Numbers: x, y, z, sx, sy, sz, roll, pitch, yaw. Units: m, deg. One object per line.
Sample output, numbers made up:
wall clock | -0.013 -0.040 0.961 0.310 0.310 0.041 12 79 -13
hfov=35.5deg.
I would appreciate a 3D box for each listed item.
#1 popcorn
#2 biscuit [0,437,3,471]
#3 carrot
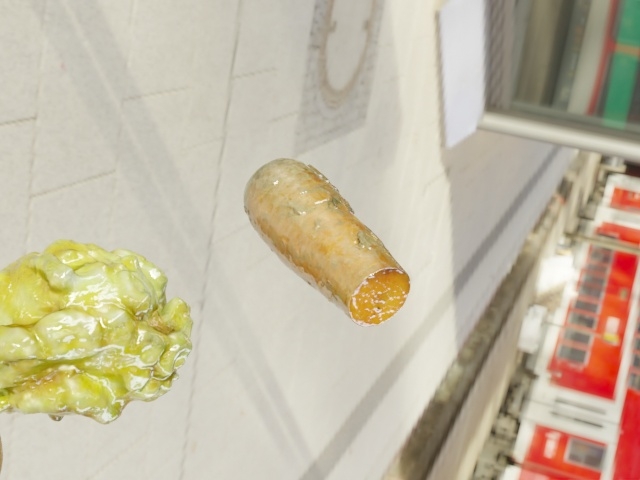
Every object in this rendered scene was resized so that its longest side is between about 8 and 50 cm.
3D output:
popcorn | -0.357 0.128 1.451 0.274 0.335 0.279 -56 -151 35
biscuit | -0.382 0.218 0.811 0.262 0.261 0.037 -61 147 -41
carrot | 0.000 0.000 1.407 0.138 0.302 0.139 -19 136 -20
